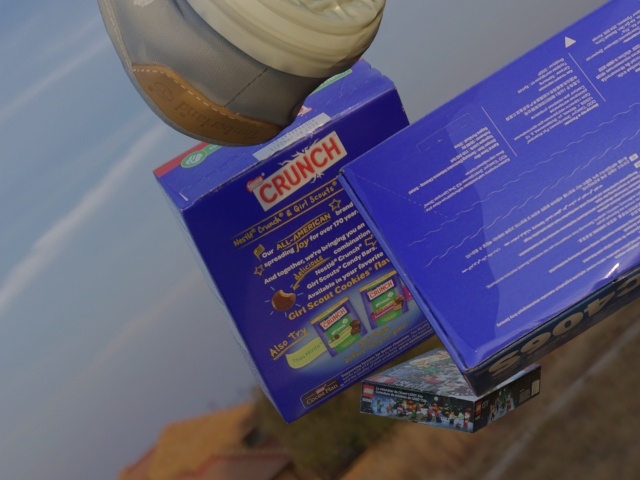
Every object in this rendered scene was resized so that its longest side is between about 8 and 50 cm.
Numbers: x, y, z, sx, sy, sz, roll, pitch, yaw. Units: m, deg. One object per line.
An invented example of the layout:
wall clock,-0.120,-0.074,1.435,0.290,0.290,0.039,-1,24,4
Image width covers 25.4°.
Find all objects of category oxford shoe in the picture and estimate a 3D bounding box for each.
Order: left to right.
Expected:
oxford shoe,-0.050,-0.220,0.822,0.130,0.169,0.449,-51,27,37

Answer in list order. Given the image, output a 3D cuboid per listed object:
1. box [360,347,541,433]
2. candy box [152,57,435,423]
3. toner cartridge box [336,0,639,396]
box,0.176,0.194,1.878,0.233,0.159,0.044,-14,-71,-60
candy box,0.000,0.000,1.575,0.268,0.317,0.122,-30,35,-11
toner cartridge box,0.202,-0.062,0.921,0.348,0.165,0.075,-31,-22,1
